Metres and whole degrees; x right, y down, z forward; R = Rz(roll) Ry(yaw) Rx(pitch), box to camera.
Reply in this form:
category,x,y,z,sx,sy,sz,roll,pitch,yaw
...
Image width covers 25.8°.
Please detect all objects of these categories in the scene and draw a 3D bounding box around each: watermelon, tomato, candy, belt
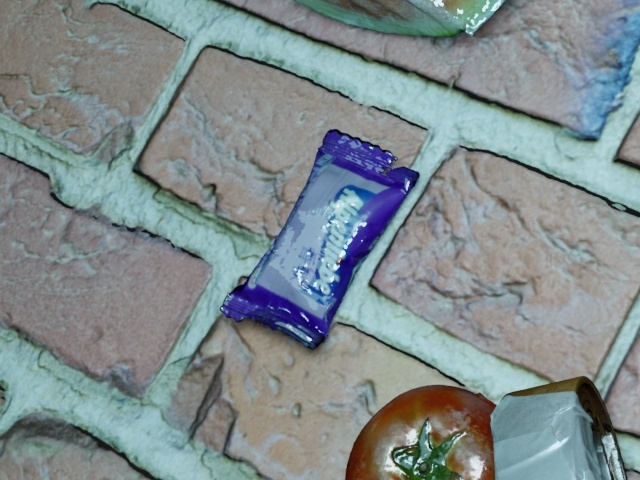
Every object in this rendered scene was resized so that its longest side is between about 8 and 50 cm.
category,x,y,z,sx,sy,sz,roll,pitch,yaw
watermelon,0.066,-0.400,1.708,0.387,0.258,0.228,27,82,35
tomato,0.121,0.257,1.537,0.225,0.085,0.225,-11,64,23
candy,0.000,0.000,1.701,0.145,0.070,0.275,27,81,25
belt,0.252,0.267,1.406,0.105,0.184,0.261,-17,65,21
